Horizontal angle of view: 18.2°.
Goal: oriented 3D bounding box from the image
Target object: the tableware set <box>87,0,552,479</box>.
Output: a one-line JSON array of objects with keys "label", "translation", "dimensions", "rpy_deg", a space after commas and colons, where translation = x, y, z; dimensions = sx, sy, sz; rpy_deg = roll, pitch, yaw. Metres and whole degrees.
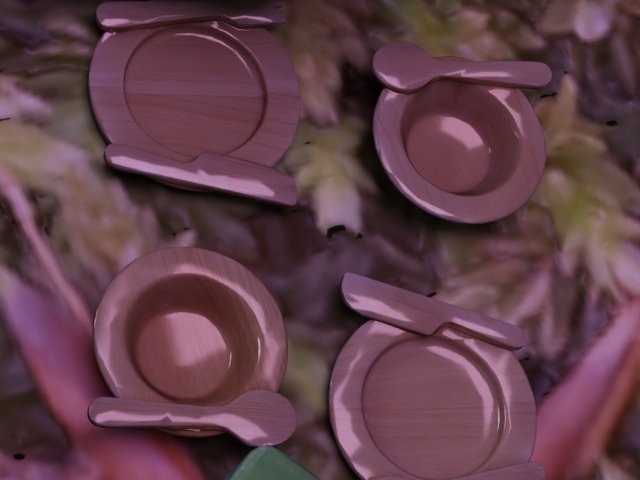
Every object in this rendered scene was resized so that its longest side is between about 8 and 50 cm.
[{"label": "tableware set", "translation": [0.000, 0.000, 0.578], "dimensions": [0.141, 0.020, 0.168], "rpy_deg": [8, 65, -15]}]

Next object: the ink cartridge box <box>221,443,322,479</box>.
[{"label": "ink cartridge box", "translation": [0.035, 0.219, 0.438], "dimensions": [0.289, 0.121, 0.211], "rpy_deg": [36, 62, -1]}]
